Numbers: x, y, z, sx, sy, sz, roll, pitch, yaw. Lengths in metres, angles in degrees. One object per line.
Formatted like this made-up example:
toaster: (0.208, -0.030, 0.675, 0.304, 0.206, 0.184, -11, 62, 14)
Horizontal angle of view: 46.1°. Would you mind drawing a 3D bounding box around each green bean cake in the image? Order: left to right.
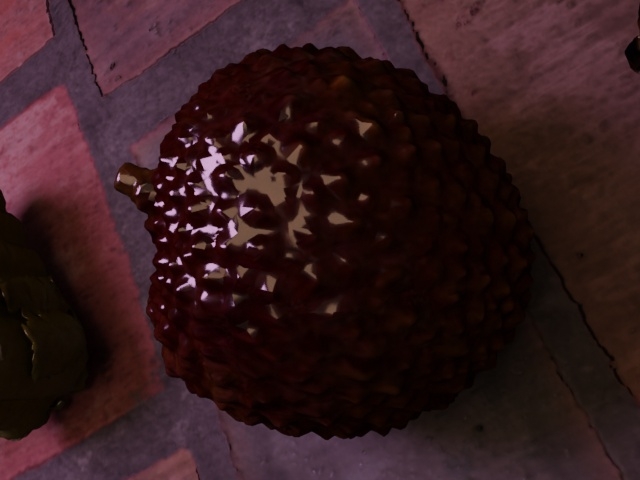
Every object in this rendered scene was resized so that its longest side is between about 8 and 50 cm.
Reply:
green bean cake: (-0.396, 0.099, 0.751, 0.310, 0.202, 0.285, -37, 76, 14)

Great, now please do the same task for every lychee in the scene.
lychee: (0.000, 0.000, 0.540, 0.305, 0.276, 0.275, 17, 84, 3)

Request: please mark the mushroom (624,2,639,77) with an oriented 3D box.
mushroom: (0.352, -0.148, 0.368, 0.345, 0.345, 0.259, -45, 80, 9)
